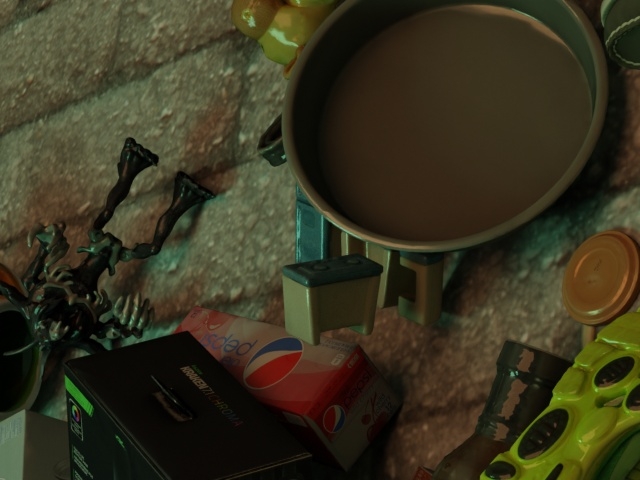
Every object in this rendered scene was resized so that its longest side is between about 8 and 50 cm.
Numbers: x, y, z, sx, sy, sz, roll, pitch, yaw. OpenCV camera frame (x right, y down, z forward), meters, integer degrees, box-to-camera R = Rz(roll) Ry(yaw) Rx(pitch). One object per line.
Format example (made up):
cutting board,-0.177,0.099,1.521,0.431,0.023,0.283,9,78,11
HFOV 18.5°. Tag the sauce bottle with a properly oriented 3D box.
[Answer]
sauce bottle,0.122,0.250,1.577,0.111,0.111,0.344,16,85,52

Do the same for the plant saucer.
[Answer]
plant saucer,0.234,0.031,1.640,0.083,0.013,0.083,-26,52,39

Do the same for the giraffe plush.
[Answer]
giraffe plush,-0.019,-0.257,1.999,0.210,0.181,0.170,31,108,23

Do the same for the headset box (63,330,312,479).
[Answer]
headset box,-0.119,0.249,1.745,0.246,0.131,0.283,40,136,51

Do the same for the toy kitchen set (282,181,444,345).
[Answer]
toy kitchen set,0.000,0.000,1.781,0.207,0.166,0.122,22,116,53

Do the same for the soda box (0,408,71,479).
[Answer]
soda box,-0.301,0.329,2.048,0.091,0.098,0.286,-30,50,39

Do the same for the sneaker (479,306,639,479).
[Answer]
sneaker,0.227,0.159,1.504,0.295,0.123,0.109,-43,47,-1

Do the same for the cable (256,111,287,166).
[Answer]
cable,0.037,-0.195,1.884,0.287,0.072,0.139,-38,27,3

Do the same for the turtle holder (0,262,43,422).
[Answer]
turtle holder,-0.442,0.152,2.199,0.227,0.243,0.320,7,67,34

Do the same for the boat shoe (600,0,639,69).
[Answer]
boat shoe,0.345,-0.179,1.542,0.305,0.109,0.091,-12,58,42

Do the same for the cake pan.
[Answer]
cake pan,0.112,-0.113,1.732,0.293,0.054,0.293,-7,63,14

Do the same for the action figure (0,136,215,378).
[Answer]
action figure,-0.241,0.029,2.087,0.276,0.164,0.141,-56,7,1

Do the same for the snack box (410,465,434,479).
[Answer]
snack box,0.068,0.287,1.694,0.064,0.022,0.178,33,96,51

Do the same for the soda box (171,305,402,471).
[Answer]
soda box,-0.050,0.135,1.842,0.263,0.083,0.092,10,53,51
